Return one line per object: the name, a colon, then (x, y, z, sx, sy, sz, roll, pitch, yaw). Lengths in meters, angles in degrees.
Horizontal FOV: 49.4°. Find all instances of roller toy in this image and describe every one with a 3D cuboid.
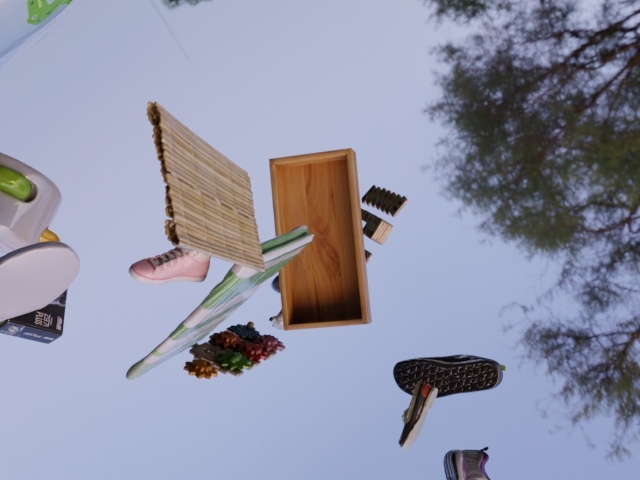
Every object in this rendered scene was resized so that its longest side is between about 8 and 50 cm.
roller toy: (-0.560, -0.057, 1.197, 0.191, 0.209, 0.146, 14, -109, 16)

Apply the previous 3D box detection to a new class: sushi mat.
sushi mat: (-0.126, -0.048, 0.834, 0.019, 0.151, 0.316, -11, 170, 10)

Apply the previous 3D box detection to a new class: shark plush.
shark plush: (-0.104, 0.231, 2.041, 0.073, 0.161, 0.067, 17, -111, 7)

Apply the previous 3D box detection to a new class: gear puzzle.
gear puzzle: (-0.238, 0.280, 1.797, 0.175, 0.044, 0.339, 21, -161, 23)

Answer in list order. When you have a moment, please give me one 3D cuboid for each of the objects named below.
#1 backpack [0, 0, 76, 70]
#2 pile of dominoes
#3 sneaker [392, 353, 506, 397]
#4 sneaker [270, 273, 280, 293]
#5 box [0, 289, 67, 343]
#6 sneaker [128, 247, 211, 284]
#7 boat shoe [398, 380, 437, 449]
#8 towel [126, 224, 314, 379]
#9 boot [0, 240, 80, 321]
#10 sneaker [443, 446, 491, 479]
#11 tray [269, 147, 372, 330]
backpack: (-0.267, -0.152, 0.351, 0.355, 0.273, 0.290, -27, -160, -33)
pile of dominoes: (0.119, -0.057, 1.829, 0.196, 0.040, 0.251, -59, -157, 3)
sneaker: (0.272, 0.284, 1.471, 0.234, 0.084, 0.097, -1, -177, 13)
sneaker: (-0.053, 0.101, 2.112, 0.209, 0.069, 0.082, -21, -172, -15)
box: (-0.749, 0.162, 1.813, 0.077, 0.147, 0.180, -29, -128, 34)
sneaker: (-0.225, 0.027, 1.064, 0.051, 0.134, 0.070, 45, -60, 38)
boat shoe: (0.184, 0.344, 1.370, 0.043, 0.049, 0.137, 22, -101, 30)
towel: (-0.168, 0.100, 1.193, 0.325, 0.038, 0.248, -42, 174, 22)
boot: (-0.463, 0.060, 0.952, 0.258, 0.095, 0.123, -30, -141, -13)
sneaker: (0.309, 0.515, 1.343, 0.098, 0.224, 0.083, -4, 167, -15)
tray: (0.000, 0.000, 1.657, 0.202, 0.411, 0.076, -6, 176, 12)
